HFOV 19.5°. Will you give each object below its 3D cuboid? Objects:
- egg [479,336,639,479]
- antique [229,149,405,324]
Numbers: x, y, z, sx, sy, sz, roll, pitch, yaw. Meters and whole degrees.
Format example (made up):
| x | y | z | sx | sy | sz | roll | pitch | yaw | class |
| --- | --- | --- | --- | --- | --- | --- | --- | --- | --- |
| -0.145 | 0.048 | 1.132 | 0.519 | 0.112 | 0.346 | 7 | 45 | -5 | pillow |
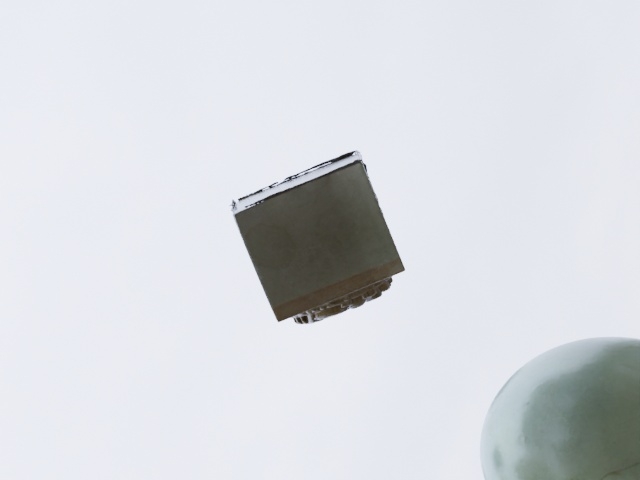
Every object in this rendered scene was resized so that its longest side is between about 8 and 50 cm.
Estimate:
| x | y | z | sx | sy | sz | roll | pitch | yaw | class |
| --- | --- | --- | --- | --- | --- | --- | --- | --- | --- |
| 0.198 | 0.139 | 1.257 | 0.192 | 0.149 | 0.149 | 1 | -81 | -30 | egg |
| 0.000 | 0.000 | 1.889 | 0.152 | 0.146 | 0.148 | -93 | -20 | -84 | antique |
